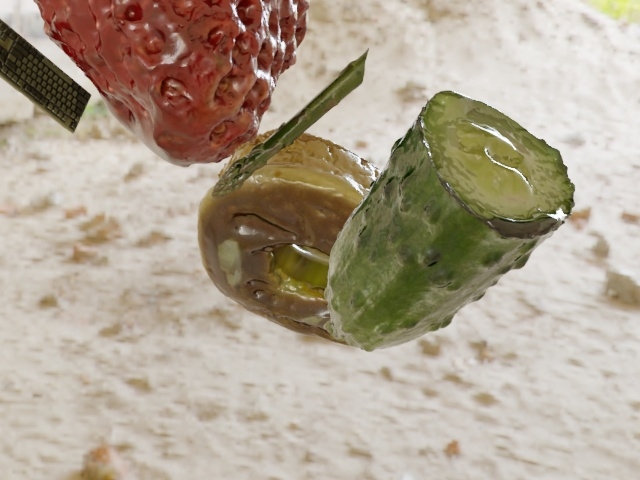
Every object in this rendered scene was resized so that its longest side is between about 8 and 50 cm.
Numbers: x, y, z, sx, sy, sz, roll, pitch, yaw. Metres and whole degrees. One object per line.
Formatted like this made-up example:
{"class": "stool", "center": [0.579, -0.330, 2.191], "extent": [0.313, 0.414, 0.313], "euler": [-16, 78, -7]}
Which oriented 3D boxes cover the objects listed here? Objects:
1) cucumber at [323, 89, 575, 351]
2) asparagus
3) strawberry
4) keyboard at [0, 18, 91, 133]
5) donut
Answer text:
{"class": "cucumber", "center": [0.069, 0.010, 0.882], "extent": [0.134, 0.244, 0.134], "euler": [19, 47, -21]}
{"class": "asparagus", "center": [-0.030, -0.121, 1.275], "extent": [0.027, 0.236, 0.034], "euler": [49, 6, -6]}
{"class": "strawberry", "center": [-0.126, -0.227, 1.141], "extent": [0.295, 0.317, 0.345], "euler": [-3, 45, -25]}
{"class": "keyboard", "center": [-0.280, -0.161, 1.170], "extent": [0.015, 0.049, 0.129], "euler": [4, -28, 43]}
{"class": "donut", "center": [0.000, 0.000, 1.528], "extent": [0.330, 0.330, 0.160], "euler": [11, 43, 9]}
